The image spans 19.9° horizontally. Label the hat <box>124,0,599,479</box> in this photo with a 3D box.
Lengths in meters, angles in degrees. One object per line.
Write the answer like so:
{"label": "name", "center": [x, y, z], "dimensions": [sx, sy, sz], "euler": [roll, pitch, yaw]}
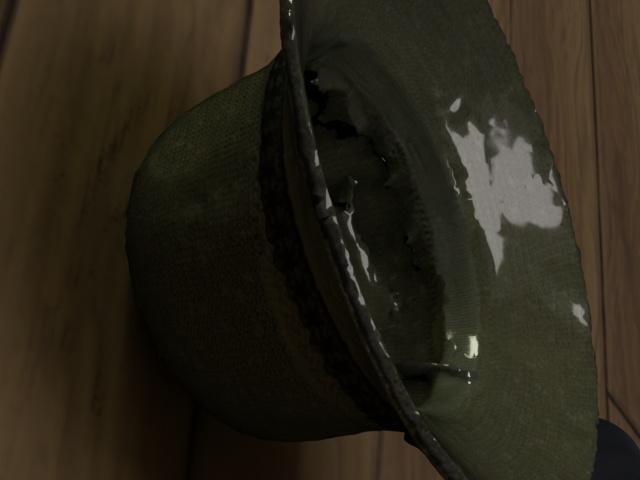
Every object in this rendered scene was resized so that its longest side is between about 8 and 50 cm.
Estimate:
{"label": "hat", "center": [0.000, 0.000, 0.699], "dimensions": [0.257, 0.130, 0.257], "euler": [44, 37, -46]}

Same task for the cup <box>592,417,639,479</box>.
{"label": "cup", "center": [0.109, 0.115, 0.931], "dimensions": [0.100, 0.078, 0.077], "euler": [46, 13, 34]}
